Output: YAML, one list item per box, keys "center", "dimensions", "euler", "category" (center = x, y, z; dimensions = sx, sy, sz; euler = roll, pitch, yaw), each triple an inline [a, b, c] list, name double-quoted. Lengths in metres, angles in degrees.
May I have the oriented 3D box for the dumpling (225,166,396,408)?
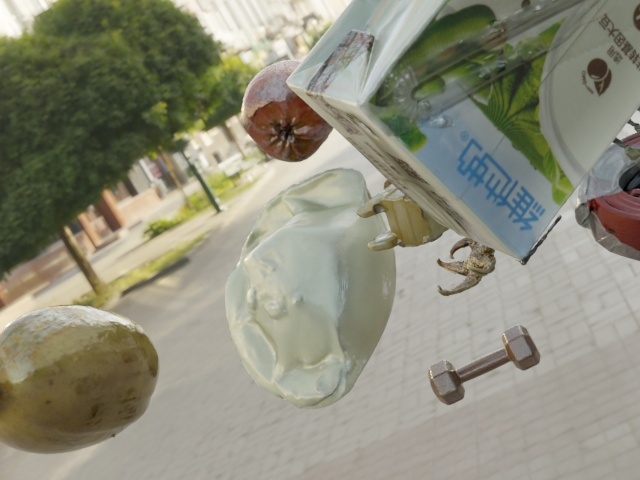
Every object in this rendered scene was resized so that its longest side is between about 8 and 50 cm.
- center: [-0.028, 0.085, 1.498]
  dimensions: [0.315, 0.395, 0.233]
  euler: [-15, -23, 35]
  category: "dumpling"

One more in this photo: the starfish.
- center: [0.302, 0.050, 1.887]
  dimensions: [0.190, 0.074, 0.146]
  euler: [-34, 35, 63]
  category: "starfish"

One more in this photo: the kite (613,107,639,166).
- center: [0.393, -0.107, 1.050]
  dimensions: [0.141, 0.245, 0.015]
  euler: [-15, 49, 61]
  category: "kite"

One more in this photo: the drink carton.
- center: [0.157, -0.176, 0.677]
  dimensions: [0.324, 0.194, 0.132]
  euler: [-53, 29, -4]
  category: "drink carton"

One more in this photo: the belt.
- center: [0.574, -0.077, 1.456]
  dimensions: [0.324, 0.115, 0.227]
  euler: [-5, 46, 17]
  category: "belt"

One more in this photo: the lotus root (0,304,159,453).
- center: [-0.326, 0.168, 1.084]
  dimensions: [0.183, 0.183, 0.310]
  euler: [-25, -15, 27]
  category: "lotus root"

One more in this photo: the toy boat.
- center: [0.177, -0.086, 1.257]
  dimensions: [0.310, 0.089, 0.115]
  euler: [-36, 27, -27]
  category: "toy boat"

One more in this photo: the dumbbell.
- center: [0.335, 0.258, 1.876]
  dimensions: [0.231, 0.092, 0.082]
  euler: [-28, 49, 11]
  category: "dumbbell"

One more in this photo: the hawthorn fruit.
- center: [-0.050, -0.226, 1.543]
  dimensions: [0.173, 0.173, 0.173]
  euler: [-29, 9, 5]
  category: "hawthorn fruit"
